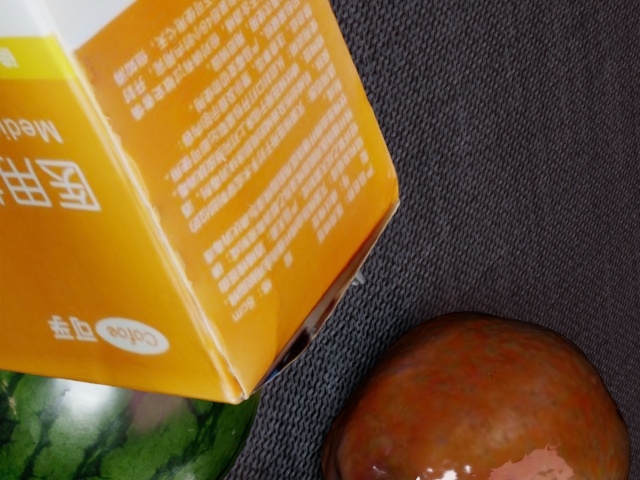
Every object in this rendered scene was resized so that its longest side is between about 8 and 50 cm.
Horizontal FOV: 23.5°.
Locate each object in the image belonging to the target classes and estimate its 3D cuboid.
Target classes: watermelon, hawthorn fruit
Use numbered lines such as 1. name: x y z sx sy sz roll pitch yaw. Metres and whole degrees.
1. watermelon: -0.105 0.080 0.823 0.232 0.127 0.204 -59 138 -25
2. hawthorn fruit: 0.089 0.168 1.087 0.262 0.210 0.210 -26 120 -38

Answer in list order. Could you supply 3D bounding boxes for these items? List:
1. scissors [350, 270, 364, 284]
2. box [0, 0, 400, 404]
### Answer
1. scissors: 0.000 0.000 1.062 0.058 0.014 0.119 -61 139 -20
2. box: -0.135 -0.108 0.604 0.143 0.225 0.341 -48 128 -38
